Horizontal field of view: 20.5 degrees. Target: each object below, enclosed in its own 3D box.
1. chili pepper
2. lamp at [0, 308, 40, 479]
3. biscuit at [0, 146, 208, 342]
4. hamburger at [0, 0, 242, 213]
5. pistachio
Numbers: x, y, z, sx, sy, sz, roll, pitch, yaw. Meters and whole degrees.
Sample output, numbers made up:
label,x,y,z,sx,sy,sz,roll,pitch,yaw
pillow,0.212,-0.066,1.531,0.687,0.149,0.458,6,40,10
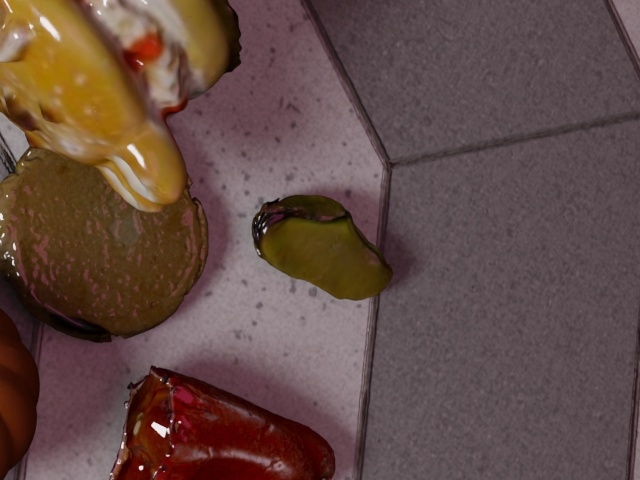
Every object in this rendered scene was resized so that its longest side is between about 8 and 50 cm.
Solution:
label,x,y,z,sx,sy,sz,roll,pitch,yaw
chili pepper,-0.087,0.223,1.732,0.252,0.136,0.144,20,50,-37
lamp,-0.351,0.133,1.517,0.223,0.196,0.223,11,48,-13
biscuit,-0.211,-0.009,1.701,0.226,0.042,0.226,3,84,-31
hamburger,-0.214,-0.170,1.581,0.302,0.261,0.186,45,68,-18
pistachio,0.000,0.000,1.828,0.173,0.049,0.089,27,98,-30
